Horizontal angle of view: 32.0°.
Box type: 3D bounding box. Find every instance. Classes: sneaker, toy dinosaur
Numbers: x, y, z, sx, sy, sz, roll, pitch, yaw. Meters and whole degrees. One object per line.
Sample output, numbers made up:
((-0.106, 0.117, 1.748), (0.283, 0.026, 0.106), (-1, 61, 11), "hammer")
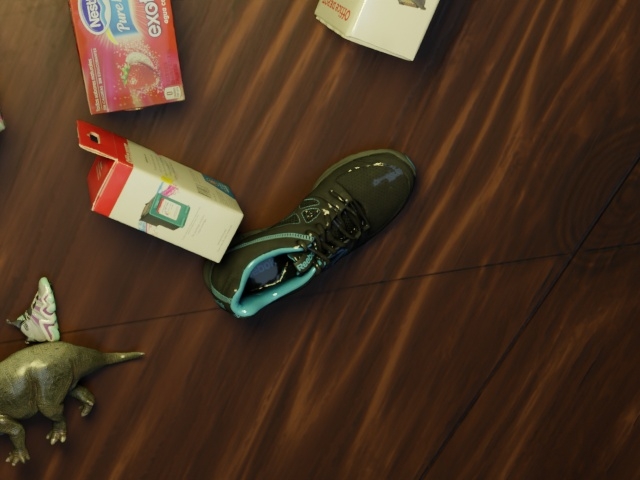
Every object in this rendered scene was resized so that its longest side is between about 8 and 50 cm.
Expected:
((0.000, 0.000, 1.558), (0.341, 0.139, 0.125), (-35, 113, -1), "sneaker")
((-0.399, 0.204, 1.542), (0.314, 0.121, 0.160), (-14, 126, -5), "toy dinosaur")
((-0.401, 0.101, 1.545), (0.069, 0.038, 0.098), (-8, 111, -13), "sneaker")

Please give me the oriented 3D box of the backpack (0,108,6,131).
((-0.479, -0.171, 1.352), (0.144, 0.166, 0.188), (-42, 118, 2), "backpack")

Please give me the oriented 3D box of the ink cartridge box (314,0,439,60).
((0.097, -0.366, 1.427), (0.100, 0.172, 0.237), (18, 104, -20), "ink cartridge box")

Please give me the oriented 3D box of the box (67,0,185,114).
((-0.251, -0.299, 1.385), (0.123, 0.128, 0.256), (-10, 113, -10), "box")

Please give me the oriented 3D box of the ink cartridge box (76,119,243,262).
((-0.228, -0.067, 1.475), (0.231, 0.134, 0.078), (24, 103, -21), "ink cartridge box")
